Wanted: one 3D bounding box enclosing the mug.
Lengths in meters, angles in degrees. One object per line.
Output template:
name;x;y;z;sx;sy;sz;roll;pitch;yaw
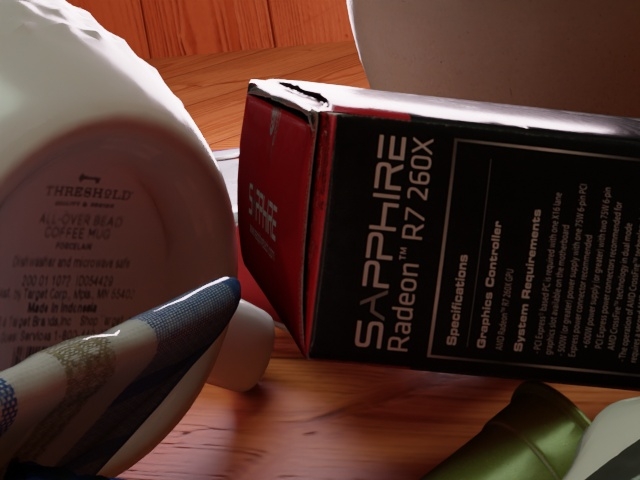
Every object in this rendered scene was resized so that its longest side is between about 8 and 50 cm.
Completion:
mug;-0.180;0.001;0.921;0.328;0.276;0.374;18;-3;41

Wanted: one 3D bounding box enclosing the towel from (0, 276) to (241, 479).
towel;-0.162;0.105;0.606;0.209;0.034;0.285;-47;-13;32

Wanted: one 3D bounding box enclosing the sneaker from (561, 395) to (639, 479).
sneaker;0.158;0.073;0.565;0.331;0.122;0.146;-16;15;-34

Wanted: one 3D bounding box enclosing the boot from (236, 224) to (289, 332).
boot;0.000;0.000;0.974;0.244;0.088;0.176;4;-11;44

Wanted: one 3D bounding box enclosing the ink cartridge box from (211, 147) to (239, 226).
ink cartridge box;-0.088;-0.010;1.314;0.324;0.071;0.330;-6;9;18

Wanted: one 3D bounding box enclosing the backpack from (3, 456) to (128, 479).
backpack;-0.061;0.124;0.551;0.101;0.098;0.120;9;7;-10

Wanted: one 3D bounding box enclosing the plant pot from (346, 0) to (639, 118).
plant pot;0.164;-0.069;1.077;0.284;0.191;0.284;-6;10;1

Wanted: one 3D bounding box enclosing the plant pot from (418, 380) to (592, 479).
plant pot;0.058;0.103;0.643;0.079;0.083;0.083;-27;16;-17

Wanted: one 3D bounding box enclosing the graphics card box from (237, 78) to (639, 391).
graphics card box;0.160;0.001;0.741;0.371;0.094;0.233;5;6;-9
